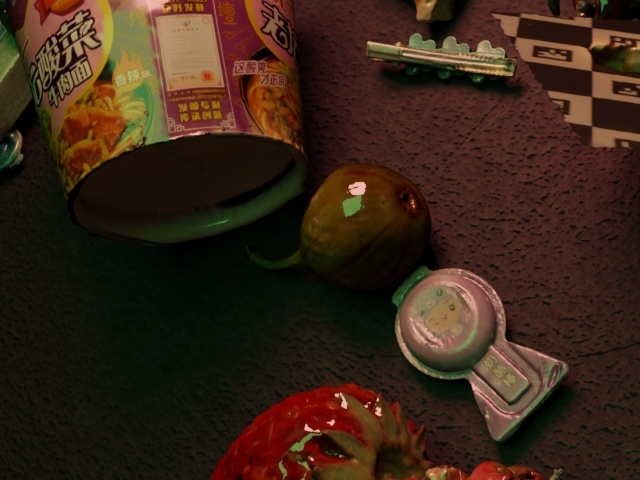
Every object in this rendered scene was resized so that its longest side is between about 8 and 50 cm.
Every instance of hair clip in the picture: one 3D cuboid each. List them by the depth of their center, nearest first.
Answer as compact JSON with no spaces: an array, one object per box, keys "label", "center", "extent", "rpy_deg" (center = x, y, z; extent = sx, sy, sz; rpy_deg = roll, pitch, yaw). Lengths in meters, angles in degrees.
[{"label":"hair clip","center":[0.130,-0.194,1.277],"extent":[0.173,0.049,0.049],"rpy_deg":[13,73,28]}]

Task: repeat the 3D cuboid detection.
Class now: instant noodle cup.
[{"label":"instant noodle cup","center":[-0.163,-0.163,1.265],"extent":[0.340,0.340,0.265],"rpy_deg":[-21,66,19]}]

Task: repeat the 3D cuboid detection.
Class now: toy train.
[{"label":"toy train","center":[-0.418,-0.219,1.551],"extent":[0.194,0.120,0.298],"rpy_deg":[30,83,41]}]

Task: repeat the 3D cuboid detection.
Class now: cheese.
[{"label":"cheese","center":[0.138,0.093,1.128],"extent":[0.105,0.042,0.191],"rpy_deg":[-48,55,2]}]

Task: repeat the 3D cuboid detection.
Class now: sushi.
[{"label":"sushi","center":[0.322,-0.093,0.957],"extent":[0.340,0.068,0.320],"rpy_deg":[3,26,-7]}]

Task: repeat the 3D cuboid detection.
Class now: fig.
[{"label":"fig","center":[0.000,0.000,1.220],"extent":[0.236,0.124,0.124],"rpy_deg":[-18,58,37]}]

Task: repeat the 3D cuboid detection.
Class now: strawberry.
[{"label":"strawberry","center":[-0.015,0.236,1.078],"extent":[0.244,0.205,0.205],"rpy_deg":[-27,53,42]}]

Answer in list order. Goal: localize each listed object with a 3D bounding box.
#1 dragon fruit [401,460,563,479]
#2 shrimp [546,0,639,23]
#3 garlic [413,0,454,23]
[{"label":"dragon fruit","center":[0.136,0.297,0.874],"extent":[0.291,0.250,0.269],"rpy_deg":[31,85,-2]},{"label":"shrimp","center":[0.303,-0.315,1.177],"extent":[0.221,0.166,0.410],"rpy_deg":[20,81,7]},{"label":"garlic","center":[0.079,-0.322,1.346],"extent":[0.198,0.090,0.128],"rpy_deg":[29,95,32]}]
